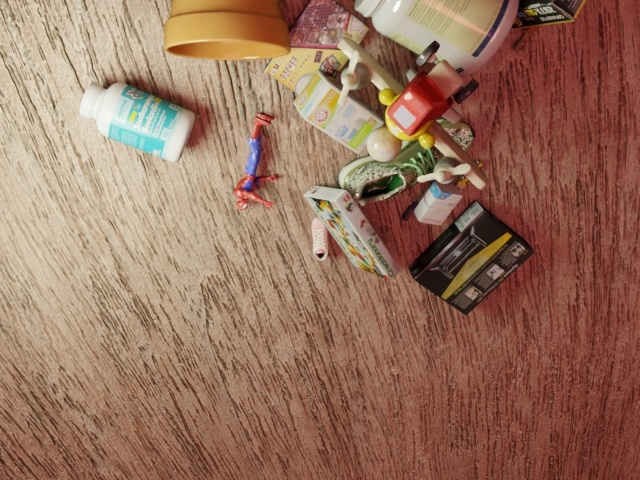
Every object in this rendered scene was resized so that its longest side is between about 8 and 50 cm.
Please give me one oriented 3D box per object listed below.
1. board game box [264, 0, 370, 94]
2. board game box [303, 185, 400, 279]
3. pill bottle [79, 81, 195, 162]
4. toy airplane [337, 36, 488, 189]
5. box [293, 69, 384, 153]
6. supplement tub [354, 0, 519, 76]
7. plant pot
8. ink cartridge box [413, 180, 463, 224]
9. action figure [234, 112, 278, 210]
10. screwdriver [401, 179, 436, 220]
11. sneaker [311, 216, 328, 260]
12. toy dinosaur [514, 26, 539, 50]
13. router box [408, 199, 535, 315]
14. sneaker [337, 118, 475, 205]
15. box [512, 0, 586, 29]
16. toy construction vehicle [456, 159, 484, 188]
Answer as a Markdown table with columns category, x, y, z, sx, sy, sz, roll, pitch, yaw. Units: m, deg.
| category | x | y | z | sx | sy | sz | roll | pitch | yaw |
| --- | --- | --- | --- | --- | --- | --- | --- | --- | --- |
| board game box | -0.011 | -0.496 | 1.376 | 0.165 | 0.042 | 0.243 | 32 | 111 | -19 |
| board game box | 0.091 | -0.025 | 1.552 | 0.053 | 0.193 | 0.305 | -44 | 116 | -15 |
| pill bottle | -0.472 | -0.313 | 1.376 | 0.264 | 0.146 | 0.146 | 20 | 114 | -15 |
| toy airplane | 0.220 | -0.307 | 1.302 | 0.272 | 0.386 | 0.384 | -45 | 136 | 13 |
| box | 0.047 | -0.336 | 1.399 | 0.203 | 0.103 | 0.114 | 26 | 114 | -37 |
| supplement tub | 0.269 | -0.562 | 1.255 | 0.325 | 0.235 | 0.235 | 23 | 114 | -16 |
| plant pot | -0.216 | -0.537 | 1.220 | 0.291 | 0.291 | 0.203 | -2 | 102 | -4 |
| ink cartridge box | 0.348 | -0.109 | 1.579 | 0.089 | 0.052 | 0.122 | 8 | 131 | -28 |
| action figure | -0.157 | -0.199 | 1.492 | 0.139 | 0.091 | 0.280 | 20 | 115 | -5 |
| screwdriver | 0.304 | -0.129 | 1.614 | 0.024 | 0.025 | 0.169 | 32 | 102 | -18 |
| sneaker | 0.000 | 0.000 | 1.624 | 0.051 | 0.070 | 0.134 | -4 | 117 | 0 |
| toy dinosaur | 0.578 | -0.589 | 1.374 | 0.112 | 0.064 | 0.211 | 32 | 122 | -33 |
| router box | 0.477 | 0.061 | 1.688 | 0.243 | 0.081 | 0.309 | 35 | 110 | -20 |
| sneaker | 0.250 | -0.193 | 1.478 | 0.411 | 0.182 | 0.158 | -27 | 116 | 9 |
| box | 0.556 | -0.647 | 1.191 | 0.080 | 0.257 | 0.321 | 24 | 102 | -18 |
| toy construction vehicle | 0.421 | -0.206 | 1.573 | 0.086 | 0.035 | 0.098 | 19 | 118 | -26 |
